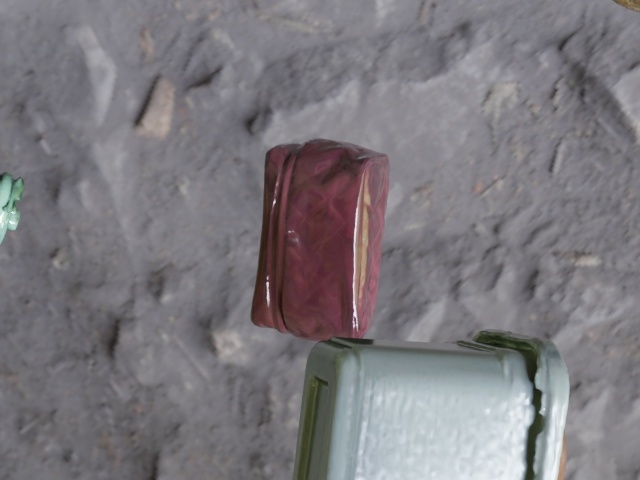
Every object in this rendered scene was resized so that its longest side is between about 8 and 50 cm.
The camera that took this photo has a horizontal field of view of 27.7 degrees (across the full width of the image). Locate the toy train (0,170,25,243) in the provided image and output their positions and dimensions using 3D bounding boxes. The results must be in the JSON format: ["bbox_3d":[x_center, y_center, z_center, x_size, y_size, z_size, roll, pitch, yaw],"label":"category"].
[{"bbox_3d":[-0.284,0.046,0.899,0.105,0.253,0.157,17,150,-17],"label":"toy train"}]

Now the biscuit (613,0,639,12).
[{"bbox_3d":[0.272,-0.219,1.067,0.071,0.018,0.147,25,170,-3],"label":"biscuit"}]

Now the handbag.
[{"bbox_3d":[0.000,0.000,1.441,0.135,0.146,0.225,6,99,16],"label":"handbag"}]

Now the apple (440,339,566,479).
[{"bbox_3d":[0.182,0.244,1.601,0.253,0.253,0.253,20,128,28],"label":"apple"}]

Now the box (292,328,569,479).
[{"bbox_3d":[0.073,0.222,1.068,0.175,0.182,0.312,-178,96,-75],"label":"box"}]
